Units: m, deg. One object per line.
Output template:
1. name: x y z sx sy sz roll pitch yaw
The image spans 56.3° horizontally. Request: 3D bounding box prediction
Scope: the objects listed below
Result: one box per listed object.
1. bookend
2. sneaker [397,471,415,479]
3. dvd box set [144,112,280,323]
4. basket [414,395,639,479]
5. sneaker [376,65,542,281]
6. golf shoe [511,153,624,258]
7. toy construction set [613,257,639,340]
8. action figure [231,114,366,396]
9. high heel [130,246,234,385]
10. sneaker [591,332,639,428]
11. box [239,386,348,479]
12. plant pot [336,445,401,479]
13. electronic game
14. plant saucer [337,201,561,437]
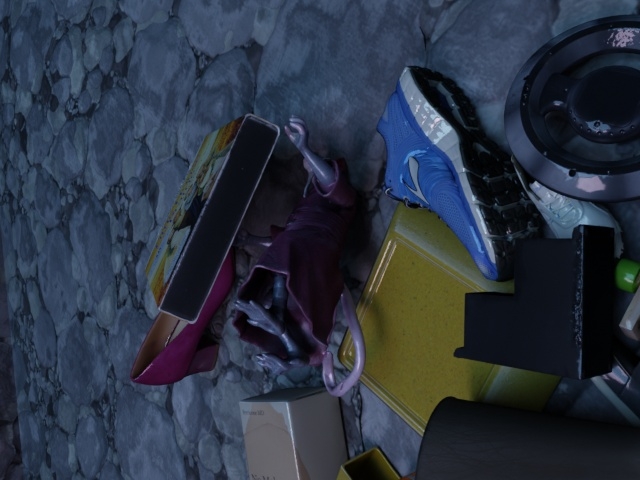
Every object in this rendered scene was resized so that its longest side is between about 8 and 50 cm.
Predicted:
1. bookend: 0.236 0.063 0.674 0.157 0.072 0.156 -1 87 49
2. sneaker: 0.213 0.429 0.773 0.321 0.124 0.180 -7 101 69
3. dvd box set: -0.204 -0.049 1.023 0.307 0.062 0.420 -66 19 -3
4. basket: 0.239 0.262 0.638 0.227 0.204 0.154 -9 121 32
5. sneaker: 0.175 -0.080 0.822 0.147 0.130 0.330 -52 50 42
6. golf shoe: 0.279 -0.041 0.704 0.069 0.086 0.176 -51 42 29
7. toy construction set: 0.379 0.011 0.537 0.237 0.257 0.309 30 113 50
8. action figure: 0.000 0.000 0.906 0.248 0.276 0.370 -50 13 50
9. high heel: -0.285 0.115 1.224 0.127 0.181 0.377 12 100 44
10. sneaker: 0.380 0.147 0.654 0.118 0.083 0.222 -45 72 31
11. box: -0.034 0.419 1.033 0.148 0.121 0.311 -17 80 44
12. plant pot: 0.071 0.400 0.962 0.081 0.081 0.083 49 134 31
13. electronic game: 0.322 -0.149 0.663 0.229 0.048 0.229 -9 68 24
14. plant saucer: 0.164 0.137 0.857 0.333 0.081 0.333 37 117 38
